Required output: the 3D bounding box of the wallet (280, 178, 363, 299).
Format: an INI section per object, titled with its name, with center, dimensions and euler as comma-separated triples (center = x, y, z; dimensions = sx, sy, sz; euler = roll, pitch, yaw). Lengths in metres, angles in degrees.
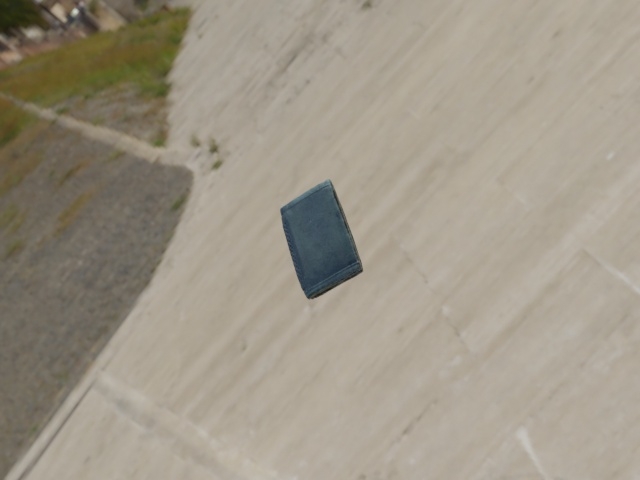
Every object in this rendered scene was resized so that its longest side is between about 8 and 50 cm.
[wallet]
center = 0.000, 0.000, 1.276
dimensions = 0.088, 0.026, 0.129
euler = -30, 64, 25
